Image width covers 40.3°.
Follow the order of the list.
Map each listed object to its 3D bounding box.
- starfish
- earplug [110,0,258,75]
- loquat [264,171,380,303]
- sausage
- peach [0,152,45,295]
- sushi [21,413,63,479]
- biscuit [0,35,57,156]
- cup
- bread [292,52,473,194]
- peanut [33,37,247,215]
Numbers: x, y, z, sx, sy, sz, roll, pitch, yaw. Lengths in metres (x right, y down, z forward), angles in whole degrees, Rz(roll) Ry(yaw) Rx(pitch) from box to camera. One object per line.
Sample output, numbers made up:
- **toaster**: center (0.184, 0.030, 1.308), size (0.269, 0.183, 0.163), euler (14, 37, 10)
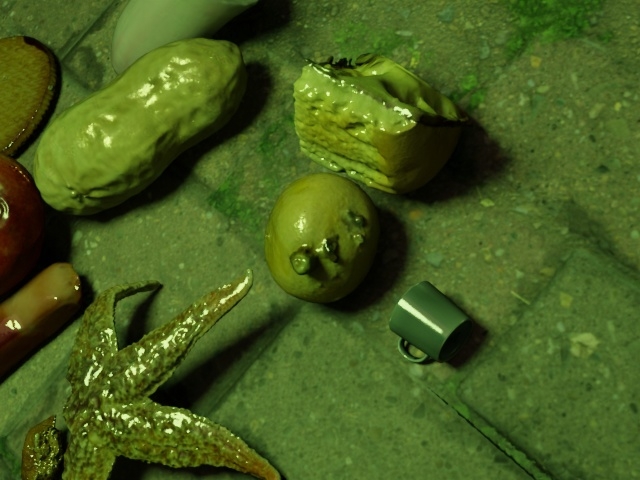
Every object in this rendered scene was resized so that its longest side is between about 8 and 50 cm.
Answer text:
- **starfish**: center (-0.240, 0.224, 1.189), size (0.384, 0.132, 0.398), euler (-10, 67, 17)
- **earplug**: center (-0.247, -0.357, 1.409), size (0.301, 0.172, 0.172), euler (-36, 52, 39)
- **loquat**: center (0.000, 0.000, 1.137), size (0.150, 0.204, 0.172), euler (22, 109, 2)
- **sausage**: center (-0.489, 0.146, 1.362), size (0.300, 0.083, 0.089), euler (-38, 50, 2)
- **peach**: center (-0.552, -0.027, 1.372), size (0.281, 0.238, 0.281), euler (-29, 37, 26)
- **sushi**: center (-0.396, 0.310, 1.256), size (0.060, 0.061, 0.117), euler (0, 94, 27)
- **biscuit**: center (-0.615, -0.252, 1.634), size (0.305, 0.038, 0.305), euler (-12, 61, 22)
- **cup**: center (0.135, 0.113, 1.085), size (0.077, 0.078, 0.100), euler (38, 121, 30)
- **bread**: center (0.084, -0.150, 1.143), size (0.204, 0.262, 0.162), euler (25, 111, 19)
- **peanut**: center (-0.280, -0.180, 1.350), size (0.387, 0.169, 0.192), euler (-36, 22, 7)
